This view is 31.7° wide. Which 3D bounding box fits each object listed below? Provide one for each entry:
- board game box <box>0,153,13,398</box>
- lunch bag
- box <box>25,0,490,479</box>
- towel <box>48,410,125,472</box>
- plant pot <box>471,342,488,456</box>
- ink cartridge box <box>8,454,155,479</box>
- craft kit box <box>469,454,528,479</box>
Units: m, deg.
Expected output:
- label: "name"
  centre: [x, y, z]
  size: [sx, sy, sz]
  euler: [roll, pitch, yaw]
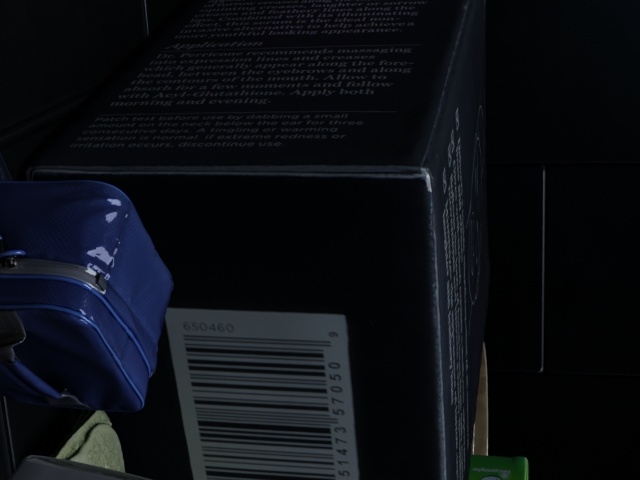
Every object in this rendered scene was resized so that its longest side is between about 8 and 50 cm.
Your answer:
- label: "board game box"
  centre: [-0.166, 0.044, 0.369]
  size: [0.165, 0.042, 0.243]
  euler: [79, 16, -45]
- label: "lunch bag"
  centre: [-0.099, 0.025, 0.422]
  size: [0.098, 0.067, 0.065]
  euler: [70, 22, -57]
- label: "box"
  centre: [0.000, 0.000, 0.768]
  size: [0.395, 0.212, 0.293]
  euler: [-67, 155, -60]
- label: "towel"
  centre: [-0.126, 0.173, 0.597]
  size: [0.110, 0.027, 0.148]
  euler: [-59, 149, -58]
- label: "plant pot"
  centre: [0.081, 0.247, 1.235]
  size: [0.284, 0.191, 0.284]
  euler: [1, 90, -79]
- label: "ink cartridge box"
  centre: [-0.106, 0.226, 0.490]
  size: [0.160, 0.093, 0.219]
  euler: [-58, 148, -47]
- label: "craft kit box"
  centre: [0.049, 0.269, 0.940]
  size: [0.061, 0.247, 0.249]
  euler: [-77, 163, -49]
